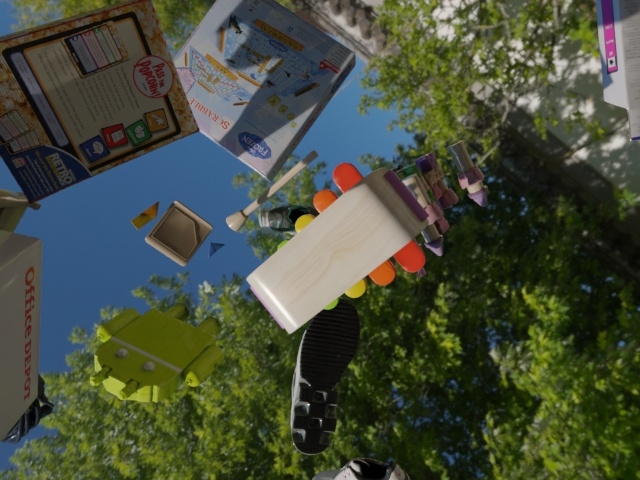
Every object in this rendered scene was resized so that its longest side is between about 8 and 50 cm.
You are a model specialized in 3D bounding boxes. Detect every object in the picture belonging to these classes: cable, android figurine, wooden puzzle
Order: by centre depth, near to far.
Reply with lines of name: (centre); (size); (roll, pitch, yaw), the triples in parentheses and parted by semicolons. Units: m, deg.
wooden puzzle: (-0.201, -0.011, 0.686); (0.116, 0.078, 0.014); (45, 170, -16)
cable: (-0.476, 0.205, 0.701); (0.184, 0.151, 0.047); (50, -160, -2)
android figurine: (-0.325, 0.217, 0.960); (0.249, 0.056, 0.273); (21, -153, 16)

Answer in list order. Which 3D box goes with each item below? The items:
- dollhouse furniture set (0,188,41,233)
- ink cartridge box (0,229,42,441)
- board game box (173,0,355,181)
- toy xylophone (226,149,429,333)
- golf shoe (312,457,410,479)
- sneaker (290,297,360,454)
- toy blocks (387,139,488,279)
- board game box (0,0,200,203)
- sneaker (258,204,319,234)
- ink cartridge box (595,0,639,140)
dollhouse furniture set: (-0.554, -0.059, 0.699); (0.174, 0.303, 0.355); (32, -177, -3)
ink cartridge box: (-0.376, 0.112, 0.363); (0.197, 0.198, 0.270); (12, -160, -5)
board game box: (-0.144, -0.344, 1.032); (0.319, 0.318, 0.066); (36, 180, 7)
toy xylophone: (0.000, 0.000, 0.761); (0.236, 0.323, 0.081); (59, -161, 1)
golf shoe: (0.059, 0.376, 0.766); (0.067, 0.186, 0.085); (-36, -74, -54)
sneaker: (-0.007, 0.280, 1.071); (0.123, 0.330, 0.146); (16, 180, -11)
toy blocks: (0.274, -0.074, 1.326); (0.289, 0.309, 0.260); (-37, -77, -35)
board game box: (-0.240, -0.146, 0.494); (0.194, 0.146, 0.045); (-30, -143, -24)
sneaker: (-0.043, -0.043, 0.955); (0.167, 0.076, 0.064); (-14, -85, -54)
ink cartridge box: (0.622, -0.381, 0.911); (0.176, 0.069, 0.370); (-11, -84, -11)
